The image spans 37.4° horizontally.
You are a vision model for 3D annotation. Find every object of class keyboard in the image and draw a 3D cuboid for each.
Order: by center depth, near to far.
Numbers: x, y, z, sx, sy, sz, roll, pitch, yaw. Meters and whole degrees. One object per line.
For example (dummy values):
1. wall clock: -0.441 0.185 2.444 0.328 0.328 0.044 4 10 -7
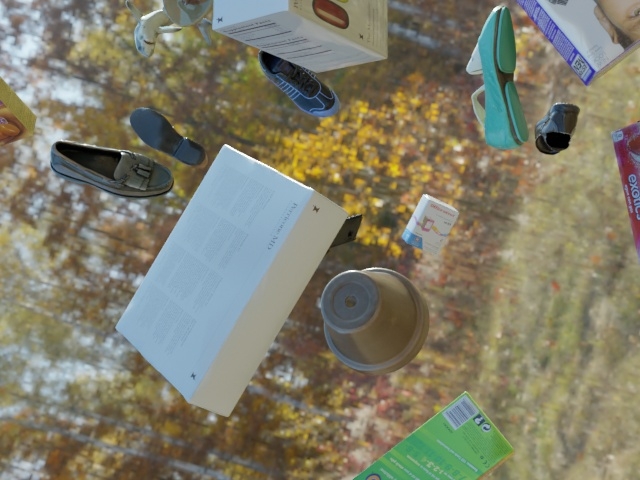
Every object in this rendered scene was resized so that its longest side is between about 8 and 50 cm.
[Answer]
1. keyboard: 0.000 0.000 1.923 0.180 0.023 0.108 -17 -34 -28

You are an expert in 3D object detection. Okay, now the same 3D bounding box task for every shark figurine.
1. shark figurine: -0.406 -0.537 2.426 0.278 0.166 0.116 -32 -15 -47

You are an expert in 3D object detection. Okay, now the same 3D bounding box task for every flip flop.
1. flip flop: -0.220 -0.492 1.746 0.277 0.112 0.080 -33 19 46

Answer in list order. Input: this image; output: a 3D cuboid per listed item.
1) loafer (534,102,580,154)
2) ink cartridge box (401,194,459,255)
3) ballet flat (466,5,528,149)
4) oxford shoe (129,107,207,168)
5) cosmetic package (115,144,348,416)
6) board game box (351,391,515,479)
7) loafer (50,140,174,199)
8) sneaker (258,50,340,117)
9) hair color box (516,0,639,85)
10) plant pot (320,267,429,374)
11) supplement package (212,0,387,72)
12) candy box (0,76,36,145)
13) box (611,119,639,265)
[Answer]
1. loafer: 0.520 -0.233 2.114 0.220 0.080 0.078 76 -155 -73
2. ink cartridge box: 0.266 -0.038 2.290 0.122 0.088 0.052 -64 17 10
3. ballet flat: 0.294 -0.275 1.621 0.083 0.087 0.247 -6 -92 -56
4. oxford shoe: -0.349 -0.226 2.170 0.076 0.212 0.076 -52 -10 -6
5. cosmetic package: -0.155 0.055 1.557 0.097 0.284 0.377 31 -90 -38
6. board game box: 0.171 0.370 1.514 0.259 0.124 0.039 -36 -30 -5
7. loafer: -0.446 -0.153 2.017 0.084 0.267 0.096 110 170 -64
8. sneaker: -0.057 -0.375 2.233 0.081 0.232 0.090 -53 -20 -5
9. hair color box: 0.494 -0.494 1.841 0.185 0.339 0.110 -37 -7 -1
10. plant pot: 0.109 0.171 2.245 0.229 0.263 0.263 44 -120 -63
11. supplement package: -0.023 -0.339 1.337 0.244 0.134 0.139 8 -100 -54
12. candy box: -0.566 -0.230 1.544 0.187 0.109 0.053 57 -157 -47
13. box: 0.615 -0.085 1.644 0.122 0.128 0.257 -19 77 50
